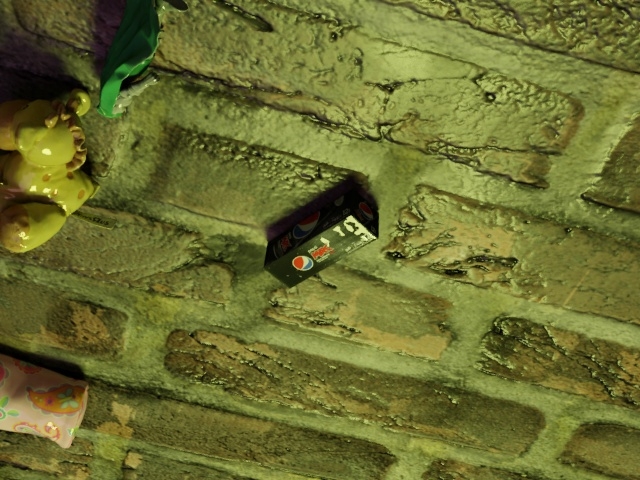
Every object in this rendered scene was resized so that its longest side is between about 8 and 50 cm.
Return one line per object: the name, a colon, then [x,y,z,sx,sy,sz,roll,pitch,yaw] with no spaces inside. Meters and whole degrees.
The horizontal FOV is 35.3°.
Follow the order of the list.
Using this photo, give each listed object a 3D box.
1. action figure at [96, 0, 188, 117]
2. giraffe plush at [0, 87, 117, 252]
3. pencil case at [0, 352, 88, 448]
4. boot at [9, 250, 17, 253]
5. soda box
action figure: [-0.215,-0.217,1.167,0.063,0.137,0.232,12,145,-24]
giraffe plush: [-0.359,-0.102,1.260,0.210,0.181,0.170,4,129,-10]
pencil case: [-0.528,0.250,1.650,0.284,0.124,0.124,18,134,-13]
boot: [-0.430,-0.034,1.417,0.118,0.042,0.087,-31,119,30]
soda box: [0.000,0.000,1.392,0.169,0.053,0.060,-31,124,31]
